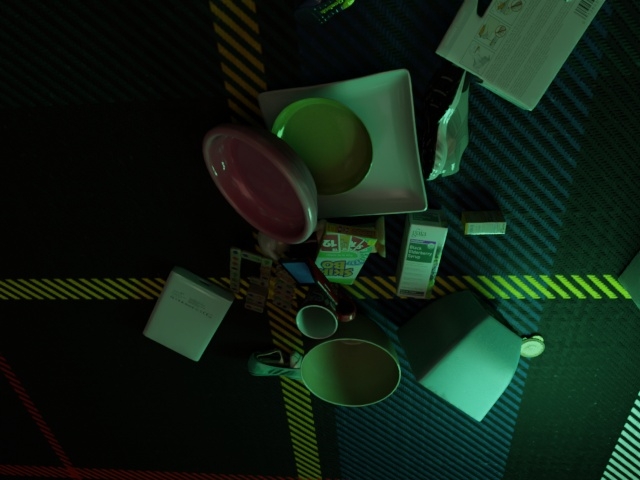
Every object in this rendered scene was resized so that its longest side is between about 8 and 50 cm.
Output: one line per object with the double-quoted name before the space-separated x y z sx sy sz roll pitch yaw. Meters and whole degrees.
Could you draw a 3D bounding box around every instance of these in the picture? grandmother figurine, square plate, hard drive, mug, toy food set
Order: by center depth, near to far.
"square plate" 0.060 -0.211 1.129 0.347 0.049 0.344 -3 123 19
"grandmother figurine" 0.000 0.000 1.275 0.342 0.104 0.208 -1 138 9
"mug" 0.018 0.186 1.345 0.150 0.169 0.113 24 119 -4
"toy food set" 0.643 0.327 1.469 0.083 0.020 0.083 -16 121 16
"hard drive" -0.418 0.236 1.502 0.203 0.040 0.307 29 122 -7

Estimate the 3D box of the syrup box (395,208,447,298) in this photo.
"syrup box" 0.263 0.034 1.268 0.093 0.096 0.237 6 125 2

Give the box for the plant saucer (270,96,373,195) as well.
"plant saucer" 0.004 -0.214 1.088 0.241 0.037 0.241 9 127 12

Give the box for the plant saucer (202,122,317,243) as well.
"plant saucer" -0.130 -0.140 1.123 0.332 0.084 0.332 31 150 20

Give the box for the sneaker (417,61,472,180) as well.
"sneaker" 0.290 -0.268 1.074 0.108 0.100 0.271 -6 123 -20

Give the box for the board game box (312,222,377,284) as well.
"board game box" 0.048 0.045 1.227 0.124 0.039 0.259 9 149 -8

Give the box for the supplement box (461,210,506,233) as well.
"supplement box" 0.414 -0.046 1.217 0.098 0.062 0.036 -1 122 6

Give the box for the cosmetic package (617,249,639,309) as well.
"cosmetic package" 0.891 0.093 1.162 0.138 0.224 0.224 12 125 -5

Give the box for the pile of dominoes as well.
"pile of dominoes" -0.170 0.129 1.361 0.196 0.040 0.251 17 144 2

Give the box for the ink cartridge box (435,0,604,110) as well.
"ink cartridge box" 0.387 -0.432 0.928 0.239 0.060 0.275 26 109 -10

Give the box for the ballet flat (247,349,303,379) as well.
"ballet flat" -0.117 0.403 1.571 0.247 0.083 0.087 3 110 2

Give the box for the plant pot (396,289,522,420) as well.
"plant pot" 0.408 0.293 1.349 0.247 0.248 0.252 36 104 -17

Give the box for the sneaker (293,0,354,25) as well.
"sneaker" 0.008 -0.488 0.974 0.144 0.059 0.053 -11 155 31

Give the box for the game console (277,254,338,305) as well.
"game console" -0.031 0.109 1.231 0.085 0.124 0.144 -30 138 7

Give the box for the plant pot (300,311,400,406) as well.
"plant pot" 0.091 0.325 1.425 0.284 0.191 0.284 3 125 4
